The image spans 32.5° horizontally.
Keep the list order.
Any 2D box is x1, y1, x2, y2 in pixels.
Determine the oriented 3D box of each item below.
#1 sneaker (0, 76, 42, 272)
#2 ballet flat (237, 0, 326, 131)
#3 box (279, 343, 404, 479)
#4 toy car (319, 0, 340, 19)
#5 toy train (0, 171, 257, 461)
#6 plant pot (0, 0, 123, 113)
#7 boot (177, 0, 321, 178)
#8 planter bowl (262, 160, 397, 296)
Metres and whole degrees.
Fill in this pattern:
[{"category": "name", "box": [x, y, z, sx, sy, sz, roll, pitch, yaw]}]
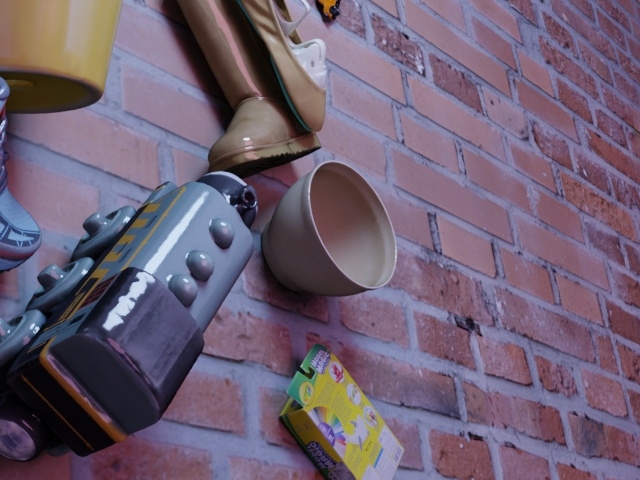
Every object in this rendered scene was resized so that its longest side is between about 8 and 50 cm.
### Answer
[{"category": "sneaker", "box": [-0.293, -0.074, 0.895, 0.262, 0.125, 0.104, 54, 4, -47]}, {"category": "ballet flat", "box": [-0.036, -0.244, 1.320, 0.232, 0.073, 0.080, 61, 18, -7]}, {"category": "box", "box": [0.020, 0.214, 1.264, 0.179, 0.043, 0.105, 56, 35, -16]}, {"category": "toy car", "box": [0.024, -0.374, 1.662, 0.041, 0.060, 0.122, 18, 28, 9]}, {"category": "toy train", "box": [-0.166, 0.058, 0.976, 0.142, 0.190, 0.334, 53, 35, -17]}, {"category": "plant pot", "box": [-0.279, -0.248, 0.997, 0.254, 0.254, 0.238, 6, 80, -52]}, {"category": "boot", "box": [-0.116, -0.210, 1.320, 0.269, 0.089, 0.236, 65, 21, -1]}, {"category": "planter bowl", "box": [0.000, 0.000, 1.313, 0.162, 0.109, 0.162, 32, 44, -38]}]
